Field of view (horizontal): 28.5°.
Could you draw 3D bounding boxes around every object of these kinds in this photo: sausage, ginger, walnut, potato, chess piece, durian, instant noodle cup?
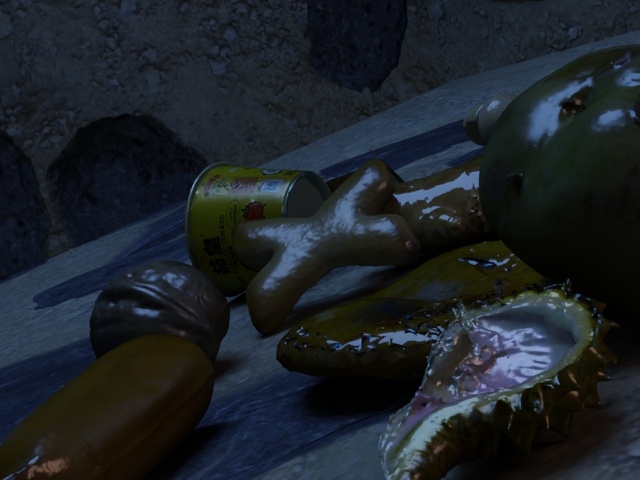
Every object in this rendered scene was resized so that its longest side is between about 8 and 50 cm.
[{"bbox_3d":[-0.191,0.167,1.008,0.112,0.112,0.328,-15,11,26],"label":"sausage"},{"bbox_3d":[0.231,-0.060,1.484,0.348,0.122,0.363,-27,17,-28],"label":"ginger"},{"bbox_3d":[-0.172,0.090,1.335,0.162,0.140,0.140,6,23,36],"label":"walnut"},{"bbox_3d":[0.258,-0.048,1.005,0.218,0.203,0.351,8,3,26],"label":"potato"},{"bbox_3d":[0.350,-0.201,2.010,0.117,0.117,0.397,-24,9,-22],"label":"chess piece"},{"bbox_3d":[0.111,0.111,0.812,0.140,0.078,0.224,5,34,41],"label":"durian"},{"bbox_3d":[-0.067,-0.018,1.653,0.144,0.182,0.182,-4,16,32],"label":"instant noodle cup"}]

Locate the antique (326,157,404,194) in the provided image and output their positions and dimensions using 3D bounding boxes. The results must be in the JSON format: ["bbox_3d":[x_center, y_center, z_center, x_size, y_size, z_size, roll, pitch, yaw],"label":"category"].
[{"bbox_3d":[0.072,-0.047,1.759,0.093,0.087,0.310,-22,10,0],"label":"antique"}]

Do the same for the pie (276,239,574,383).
[{"bbox_3d":[0.092,0.068,1.094,0.273,0.069,0.273,-19,9,3],"label":"pie"}]

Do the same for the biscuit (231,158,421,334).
[{"bbox_3d":[0.000,0.001,1.440,0.208,0.047,0.164,-26,46,8],"label":"biscuit"}]
